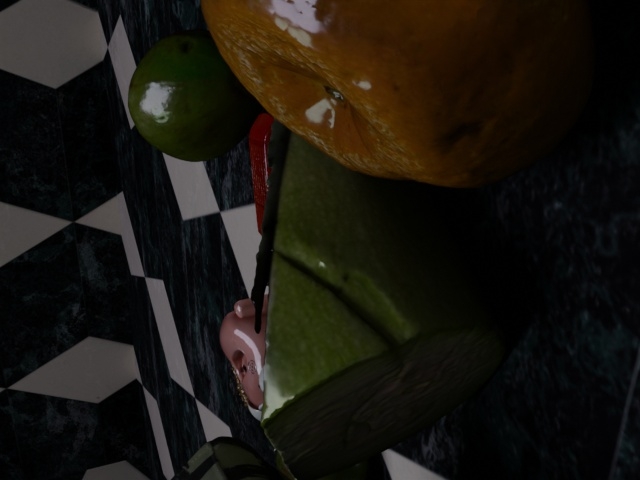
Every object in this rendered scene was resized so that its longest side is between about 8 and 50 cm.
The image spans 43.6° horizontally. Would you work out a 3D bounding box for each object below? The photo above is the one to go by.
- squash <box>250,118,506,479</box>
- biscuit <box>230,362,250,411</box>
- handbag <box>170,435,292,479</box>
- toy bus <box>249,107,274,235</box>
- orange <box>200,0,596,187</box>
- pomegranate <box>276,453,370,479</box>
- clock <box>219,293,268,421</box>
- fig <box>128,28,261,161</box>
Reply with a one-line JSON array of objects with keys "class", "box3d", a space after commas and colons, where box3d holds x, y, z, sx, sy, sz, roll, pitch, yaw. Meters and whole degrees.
[{"class": "squash", "box3d": [0.000, 0.000, 0.670, 0.309, 0.210, 0.234, 61, 174, 29]}, {"class": "biscuit", "box3d": [-0.134, 0.236, 1.420, 0.206, 0.025, 0.126, -120, 28, -46]}, {"class": "handbag", "box3d": [0.036, 0.326, 0.597, 0.163, 0.327, 0.325, -55, 20, -4]}, {"class": "toy bus", "box3d": [-0.029, -0.097, 0.891, 0.081, 0.089, 0.195, -149, 52, -64]}, {"class": "orange", "box3d": [0.058, -0.140, 0.502, 0.249, 0.183, 0.249, 37, 172, 6]}, {"class": "pomegranate", "box3d": [0.015, 0.242, 0.922, 0.142, 0.114, 0.115, -49, 48, 32]}, {"class": "clock", "box3d": [-0.086, 0.180, 1.172, 0.166, 0.092, 0.162, 115, 138, -56]}, {"class": "fig", "box3d": [-0.162, -0.200, 1.102, 0.191, 0.181, 0.181, -3, 97, 48]}]
